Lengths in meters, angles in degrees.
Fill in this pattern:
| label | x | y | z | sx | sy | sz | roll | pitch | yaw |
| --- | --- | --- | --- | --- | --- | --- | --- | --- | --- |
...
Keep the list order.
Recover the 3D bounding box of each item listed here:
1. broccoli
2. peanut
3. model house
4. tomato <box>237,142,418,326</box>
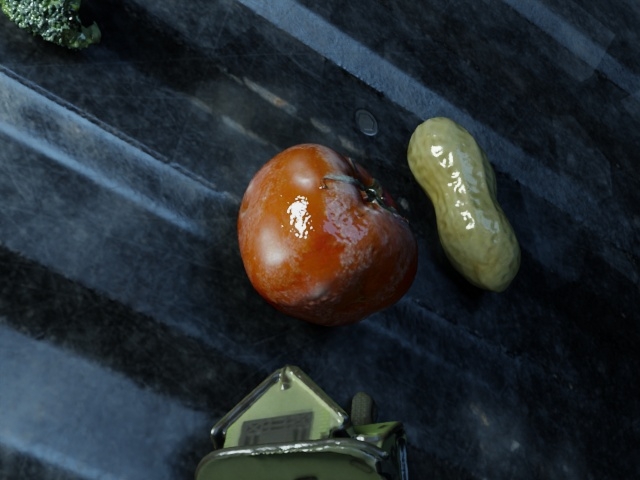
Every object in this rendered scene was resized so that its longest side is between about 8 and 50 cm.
| label | x | y | z | sx | sy | sz | roll | pitch | yaw |
| --- | --- | --- | --- | --- | --- | --- | --- | --- | --- |
| broccoli | -0.307 | -0.314 | 1.188 | 0.122 | 0.118 | 0.204 | 16 | 33 | 6 |
| peanut | 0.213 | -0.051 | 1.424 | 0.125 | 0.111 | 0.275 | 0 | 68 | -54 |
| model house | 0.005 | 0.213 | 1.065 | 0.279 | 0.204 | 0.218 | -78 | 156 | -55 |
| tomato | -0.002 | -0.003 | 1.172 | 0.232 | 0.188 | 0.232 | 43 | 15 | -14 |
